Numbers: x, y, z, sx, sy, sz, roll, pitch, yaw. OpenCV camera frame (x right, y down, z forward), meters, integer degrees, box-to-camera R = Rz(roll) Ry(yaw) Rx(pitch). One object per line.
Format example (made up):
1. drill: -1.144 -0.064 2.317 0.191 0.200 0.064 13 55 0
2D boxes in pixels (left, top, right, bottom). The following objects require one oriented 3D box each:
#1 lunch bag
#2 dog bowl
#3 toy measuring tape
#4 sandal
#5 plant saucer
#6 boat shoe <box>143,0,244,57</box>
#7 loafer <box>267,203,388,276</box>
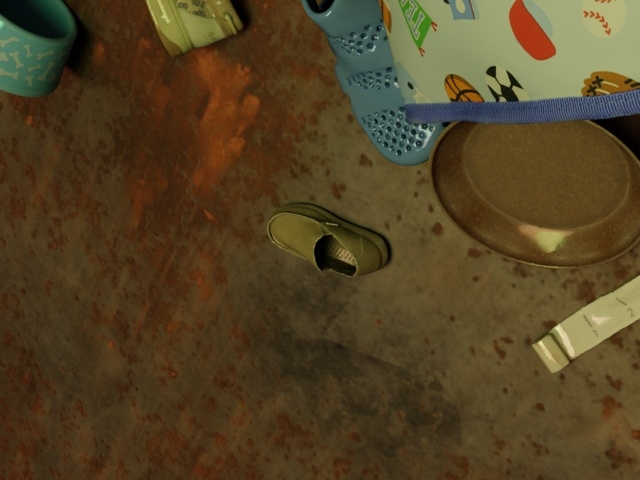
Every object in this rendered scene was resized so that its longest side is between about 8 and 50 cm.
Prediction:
1. lunch bag: 0.186 -0.251 0.666 0.385 0.239 0.328 -163 54 -71
2. dog bowl: -0.397 -0.297 1.182 0.297 0.166 0.074 49 117 8
3. toy measuring tape: 0.293 0.046 0.869 0.330 0.121 0.121 -39 85 39
4. sandal: 0.030 -0.212 0.930 0.126 0.138 0.317 -16 101 36
5. plant saucer: 0.195 -0.054 0.907 0.198 0.036 0.198 17 143 13
6. boat shoe: -0.163 -0.335 1.048 0.089 0.104 0.285 -18 106 0
7. loafer: 0.000 0.000 1.093 0.148 0.050 0.056 15 117 29
